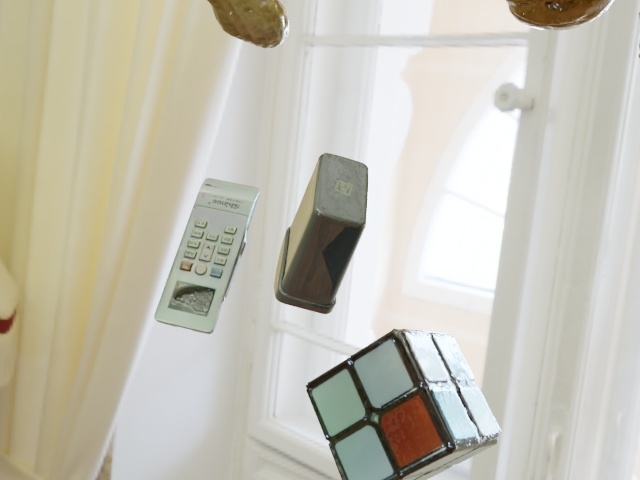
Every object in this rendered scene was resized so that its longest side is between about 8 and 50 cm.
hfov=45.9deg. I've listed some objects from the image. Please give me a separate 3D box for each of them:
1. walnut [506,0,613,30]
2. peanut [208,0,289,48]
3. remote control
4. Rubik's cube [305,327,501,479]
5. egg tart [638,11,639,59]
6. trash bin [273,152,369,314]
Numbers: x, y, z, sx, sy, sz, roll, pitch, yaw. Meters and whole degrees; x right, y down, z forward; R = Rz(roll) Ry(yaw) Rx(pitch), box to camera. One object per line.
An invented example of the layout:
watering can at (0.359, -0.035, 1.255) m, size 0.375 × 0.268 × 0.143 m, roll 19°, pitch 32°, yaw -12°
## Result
walnut at (0.448, -0.435, 1.399) m, size 0.211 × 0.087 × 0.167 m, roll 3°, pitch 28°, yaw 36°
peanut at (-0.152, -0.424, 1.325) m, size 0.226 × 0.108 × 0.095 m, roll 42°, pitch 27°, yaw -16°
remote control at (-0.110, 0.014, 0.767) m, size 0.065 × 0.166 × 0.029 m, roll 12°, pitch -23°, yaw 8°
Rubik's cube at (0.118, 0.241, 1.063) m, size 0.183 × 0.180 × 0.167 m, roll -35°, pitch -26°, yaw 27°
egg tart at (0.632, -0.259, 1.056) m, size 0.388 × 0.387 × 0.169 m, roll 6°, pitch -24°, yaw 7°
trash bin at (0.000, 0.000, 1.200) m, size 0.101 × 0.236 × 0.176 m, roll 16°, pitch 41°, yaw -7°
